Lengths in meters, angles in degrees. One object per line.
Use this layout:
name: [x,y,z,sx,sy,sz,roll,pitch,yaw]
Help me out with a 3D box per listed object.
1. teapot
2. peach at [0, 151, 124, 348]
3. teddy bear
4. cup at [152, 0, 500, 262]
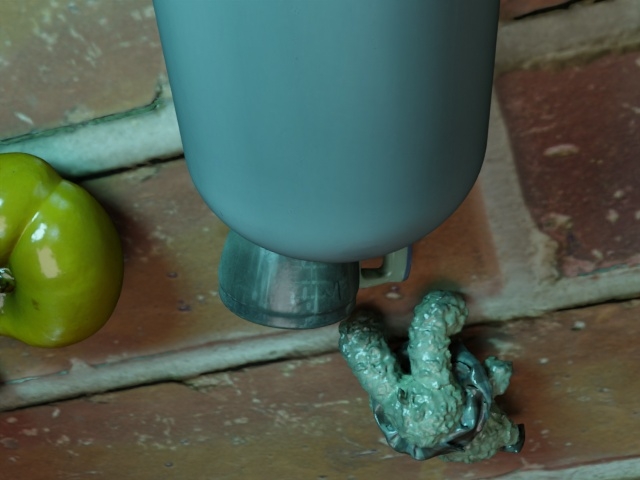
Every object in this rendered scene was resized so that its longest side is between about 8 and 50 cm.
teapot: [-0.004,0.004,0.762,0.149,0.111,0.108,9,117,6]
peach: [-0.242,0.011,0.794,0.179,0.103,0.179,4,130,4]
teddy bear: [0.111,0.147,0.868,0.133,0.111,0.213,-21,124,27]
cup: [0.001,-0.146,0.567,0.205,0.205,0.312,1,131,5]
